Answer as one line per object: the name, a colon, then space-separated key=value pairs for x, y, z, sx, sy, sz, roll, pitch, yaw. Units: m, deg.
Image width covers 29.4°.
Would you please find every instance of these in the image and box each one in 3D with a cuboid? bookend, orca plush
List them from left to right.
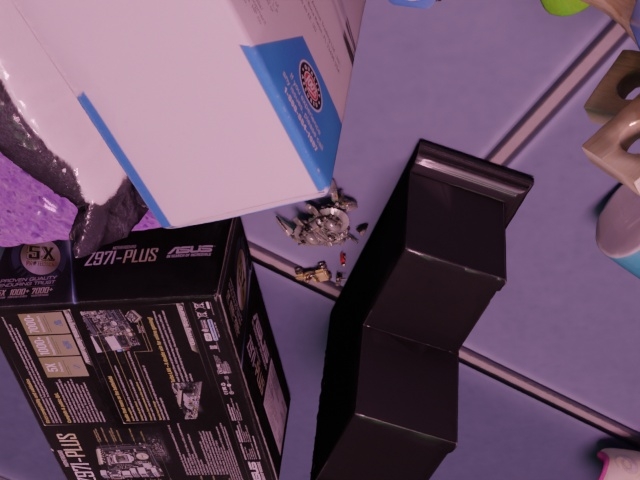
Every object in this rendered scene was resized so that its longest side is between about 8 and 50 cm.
orca plush: x=-0.158 y=-0.139 z=0.589 sx=0.102 sy=0.151 sz=0.287 roll=22 pitch=150 yaw=51
bookend: x=0.057 y=0.057 z=0.688 sx=0.072 sy=0.156 sz=0.157 roll=18 pitch=131 yaw=-9

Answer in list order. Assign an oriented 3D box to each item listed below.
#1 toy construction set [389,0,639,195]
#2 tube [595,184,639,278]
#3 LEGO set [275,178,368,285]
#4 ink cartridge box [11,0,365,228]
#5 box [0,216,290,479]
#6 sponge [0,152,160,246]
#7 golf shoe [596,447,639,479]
toy construction set: x=0.087 y=-0.170 z=0.448 sx=0.215 sy=0.151 sz=0.328 roll=1 pitch=131 yaw=36
tube: x=0.251 y=0.031 z=0.719 sx=0.207 sy=0.052 sz=0.080 roll=29 pitch=136 yaw=-26
LEGO set: x=0.002 y=0.001 z=0.732 sx=0.054 sy=0.023 sz=0.083 roll=-6 pitch=131 yaw=13
ink cartridge box: x=-0.043 y=-0.122 z=0.512 sx=0.082 sy=0.191 sz=0.140 roll=-13 pitch=129 yaw=20
box: x=-0.109 y=0.075 z=0.778 sx=0.147 sy=0.078 sz=0.180 roll=-4 pitch=131 yaw=11
sponge: x=-0.171 y=-0.050 z=0.703 sx=0.210 sy=0.031 sz=0.117 roll=-8 pitch=130 yaw=14
golf shoe: x=0.238 y=0.259 z=0.897 sx=0.140 sy=0.115 sz=0.306 roll=13 pitch=127 yaw=10
